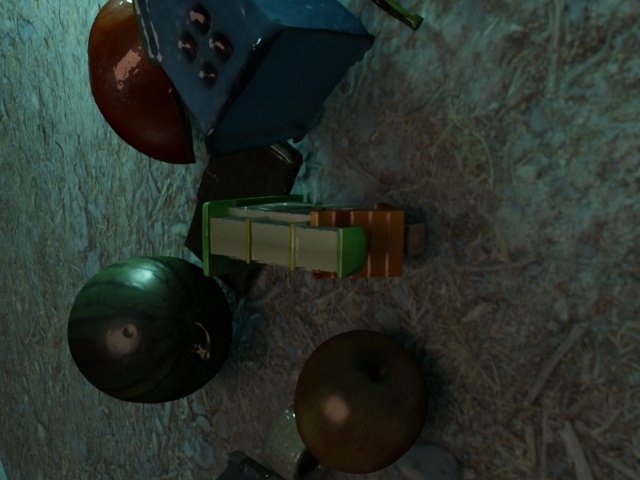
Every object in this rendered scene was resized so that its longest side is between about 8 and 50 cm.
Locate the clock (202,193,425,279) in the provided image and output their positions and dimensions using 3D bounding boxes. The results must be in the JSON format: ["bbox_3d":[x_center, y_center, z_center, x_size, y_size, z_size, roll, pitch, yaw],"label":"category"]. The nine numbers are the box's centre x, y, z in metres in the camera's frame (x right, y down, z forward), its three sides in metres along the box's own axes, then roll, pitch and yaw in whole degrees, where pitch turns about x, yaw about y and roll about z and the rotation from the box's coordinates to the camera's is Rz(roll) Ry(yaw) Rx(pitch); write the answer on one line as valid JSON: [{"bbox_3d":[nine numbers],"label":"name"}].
[{"bbox_3d":[0.000,0.000,0.886,0.255,0.219,0.106,7,101,36],"label":"clock"}]

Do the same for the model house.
[{"bbox_3d":[-0.115,-0.310,0.902,0.215,0.237,0.303,-45,73,40],"label":"model house"}]

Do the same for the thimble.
[{"bbox_3d":[-0.036,0.344,1.054,0.090,0.102,0.115,26,85,39],"label":"thimble"}]

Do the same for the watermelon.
[{"bbox_3d":[-0.309,0.163,1.168,0.359,0.278,0.279,-10,90,46],"label":"watermelon"}]

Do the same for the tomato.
[{"bbox_3d":[-0.310,-0.274,1.076,0.338,0.143,0.339,168,90,-86],"label":"tomato"}]

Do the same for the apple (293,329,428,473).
[{"bbox_3d":[0.054,0.228,0.885,0.188,0.188,0.174,49,132,27],"label":"apple"}]

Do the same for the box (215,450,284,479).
[{"bbox_3d":[-0.108,0.496,1.103,0.162,0.130,0.227,16,131,42],"label":"box"}]

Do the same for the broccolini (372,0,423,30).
[{"bbox_3d":[0.058,-0.368,0.883,0.054,0.051,0.239,-38,64,-7],"label":"broccolini"}]

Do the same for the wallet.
[{"bbox_3d":[-0.143,-0.062,1.101,0.169,0.044,0.317,39,129,17],"label":"wallet"}]
